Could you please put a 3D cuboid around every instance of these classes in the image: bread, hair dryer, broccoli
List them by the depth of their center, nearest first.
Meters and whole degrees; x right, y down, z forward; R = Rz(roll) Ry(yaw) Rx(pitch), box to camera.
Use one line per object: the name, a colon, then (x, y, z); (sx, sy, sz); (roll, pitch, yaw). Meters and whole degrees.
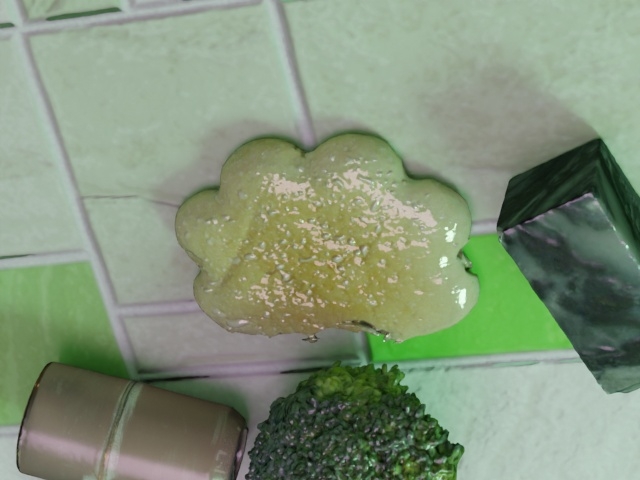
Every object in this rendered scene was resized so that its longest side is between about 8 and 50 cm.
bread: (0.000, 0.000, 1.354); (0.251, 0.039, 0.181); (0, 121, 15)
broccoli: (0.029, 0.211, 1.402); (0.176, 0.198, 0.226); (-31, 146, -6)
hair dryer: (-0.177, 0.264, 1.545); (0.189, 0.106, 0.344); (13, 132, 4)

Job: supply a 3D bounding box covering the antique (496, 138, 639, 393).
antique: (0.222, 0.026, 1.284); (0.086, 0.088, 0.183); (-26, 113, 27)
